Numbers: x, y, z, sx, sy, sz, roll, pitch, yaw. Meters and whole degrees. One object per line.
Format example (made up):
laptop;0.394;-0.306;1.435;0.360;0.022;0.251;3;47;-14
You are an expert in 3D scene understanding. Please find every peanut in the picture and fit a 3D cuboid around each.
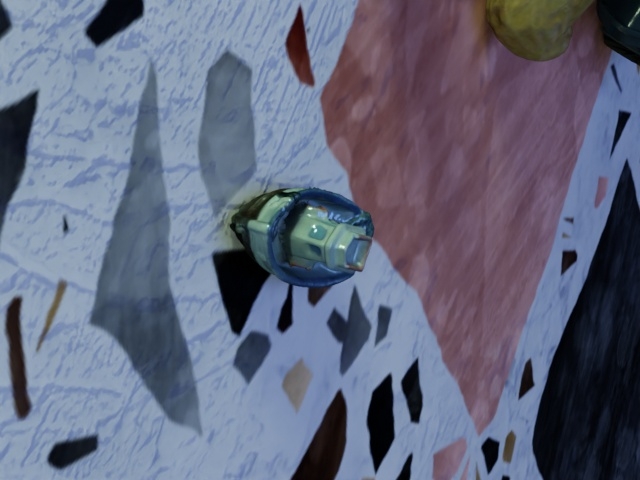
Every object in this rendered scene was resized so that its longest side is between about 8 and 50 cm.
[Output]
peanut;0.170;-0.224;1.207;0.093;0.083;0.194;14;101;-27

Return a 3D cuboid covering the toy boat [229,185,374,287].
toy boat;0.000;0.000;0.995;0.140;0.066;0.059;13;93;-62

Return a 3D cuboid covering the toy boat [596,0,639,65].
toy boat;0.311;-0.212;1.464;0.296;0.114;0.122;-35;150;-53
